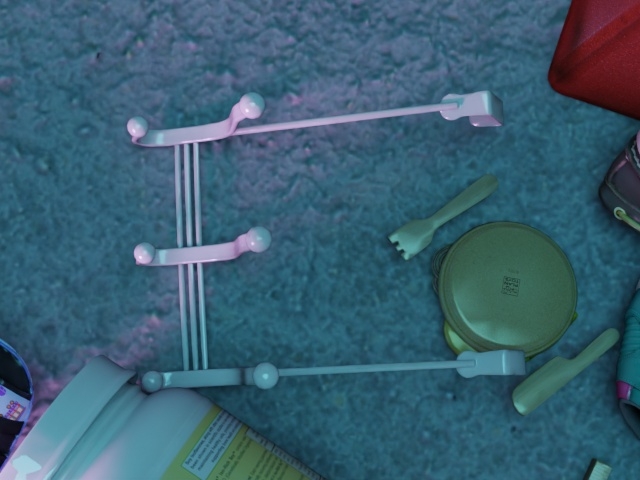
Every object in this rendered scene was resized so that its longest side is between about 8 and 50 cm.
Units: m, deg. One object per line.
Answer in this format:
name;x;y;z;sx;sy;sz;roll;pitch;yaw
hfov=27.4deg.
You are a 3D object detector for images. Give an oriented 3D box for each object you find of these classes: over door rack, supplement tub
over door rack;0.000;0.000;1.085;0.324;0.108;0.240;-4;84;7
supplement tub;-0.089;0.263;1.006;0.331;0.241;0.241;34;83;2

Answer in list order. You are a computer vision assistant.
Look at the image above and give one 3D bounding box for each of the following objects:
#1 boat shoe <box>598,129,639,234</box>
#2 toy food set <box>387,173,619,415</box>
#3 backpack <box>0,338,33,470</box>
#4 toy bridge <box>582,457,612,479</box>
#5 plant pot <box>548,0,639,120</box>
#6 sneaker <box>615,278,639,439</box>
boat shoe;0.394;0.010;1.129;0.324;0.097;0.117;31;43;-2
toy food set;0.158;0.046;1.148;0.132;0.038;0.192;-34;81;-13
backpack;-0.327;0.123;1.073;0.173;0.117;0.158;27;84;-12
toy bridge;0.307;0.257;1.132;0.188;0.026;0.063;27;86;1
plant pot;0.374;-0.233;1.085;0.267;0.236;0.267;19;83;0
sneaker;0.373;0.157;1.094;0.295;0.124;0.178;26;79;8
